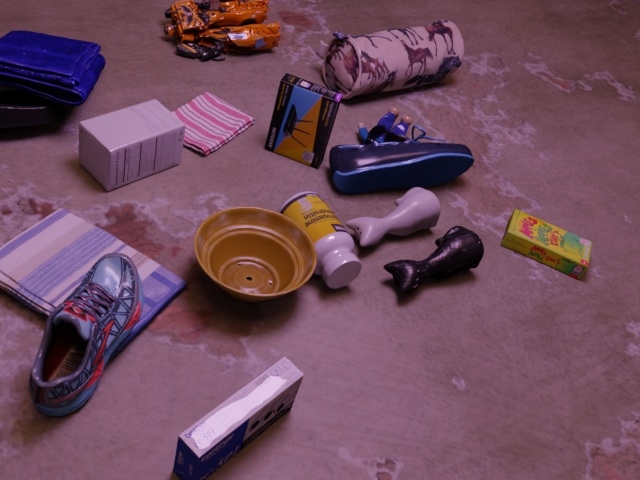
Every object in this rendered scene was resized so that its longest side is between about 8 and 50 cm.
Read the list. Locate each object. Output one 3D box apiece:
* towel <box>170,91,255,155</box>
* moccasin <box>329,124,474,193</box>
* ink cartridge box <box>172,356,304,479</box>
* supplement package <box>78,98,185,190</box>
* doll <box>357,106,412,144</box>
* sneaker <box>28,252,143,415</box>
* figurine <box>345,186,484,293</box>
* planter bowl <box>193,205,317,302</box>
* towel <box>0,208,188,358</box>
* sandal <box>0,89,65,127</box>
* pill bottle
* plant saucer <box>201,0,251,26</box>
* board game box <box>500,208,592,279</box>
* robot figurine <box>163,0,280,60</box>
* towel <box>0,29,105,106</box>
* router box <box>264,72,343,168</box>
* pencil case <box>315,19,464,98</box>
[{"bbox_3d":[-0.256,-0.270,1.553,0.144,0.029,0.197,31,44,13],"label":"towel"},{"bbox_3d":[0.184,-0.193,1.535,0.342,0.137,0.116,-5,57,-24],"label":"moccasin"},{"bbox_3d":[-0.117,0.261,0.999,0.046,0.097,0.207,39,46,22],"label":"ink cartridge box"},{"bbox_3d":[-0.377,-0.193,1.377,0.105,0.105,0.179,42,47,23],"label":"supplement package"},{"bbox_3d":[0.147,-0.249,1.652,0.129,0.046,0.189,34,51,4],"label":"doll"},{"bbox_3d":[-0.337,0.123,1.006,0.104,0.125,0.261,17,61,1],"label":"sneaker"},{"bbox_3d":[0.181,0.001,1.381,0.210,0.092,0.215,-21,54,-29],"label":"figurine"},{"bbox_3d":[-0.122,0.044,1.227,0.217,0.090,0.217,10,44,-9],"label":"planter bowl"},{"bbox_3d":[-0.398,0.063,1.159,0.285,0.034,0.209,29,42,9],"label":"towel"},{"bbox_3d":[-0.719,-0.271,1.309,0.446,0.107,0.168,-16,35,-37],"label":"sandal"},{"bbox_3d":[0.000,0.000,1.303,0.103,0.103,0.184,-14,51,-30],"label":"pill bottle"},{"bbox_3d":[-0.253,-0.645,1.943,0.169,0.029,0.168,9,45,-9],"label":"plant saucer"},{"bbox_3d":[0.494,0.006,1.504,0.181,0.043,0.092,25,43,8],"label":"board game box"},{"bbox_3d":[-0.263,-0.566,1.800,0.291,0.085,0.211,-10,60,-22],"label":"robot figurine"},{"bbox_3d":[-0.584,-0.380,1.452,0.228,0.076,0.308,13,24,-15],"label":"towel"},{"bbox_3d":[-0.039,-0.259,1.503,0.133,0.178,0.046,21,41,3],"label":"router box"},{"bbox_3d":[0.197,-0.494,1.840,0.410,0.160,0.183,-18,68,-32],"label":"pencil case"}]
